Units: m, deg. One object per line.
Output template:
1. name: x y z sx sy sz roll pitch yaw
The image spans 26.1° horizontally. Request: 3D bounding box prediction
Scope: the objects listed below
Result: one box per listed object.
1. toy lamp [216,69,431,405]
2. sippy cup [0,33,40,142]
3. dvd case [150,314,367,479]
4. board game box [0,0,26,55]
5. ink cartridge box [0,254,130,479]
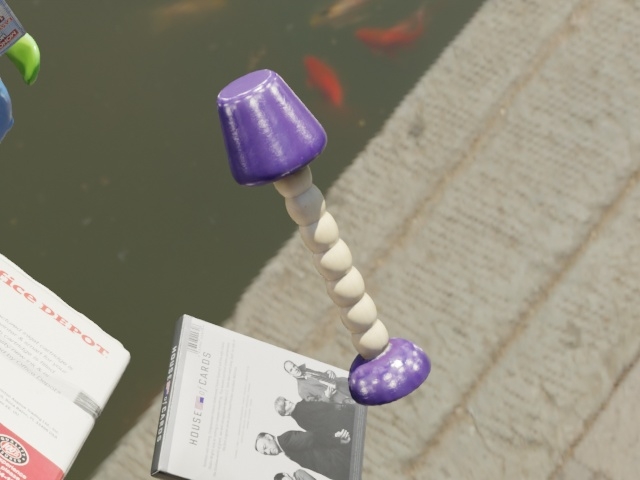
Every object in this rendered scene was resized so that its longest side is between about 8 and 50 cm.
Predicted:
1. toy lamp: 0.000 0.000 1.053 0.080 0.275 0.080 -22 22 9
2. sippy cup: -0.485 -0.188 1.616 0.305 0.240 0.224 -38 67 -9
3. dvd case: -0.058 0.197 1.477 0.238 0.029 0.179 21 57 -24
4. board game box: -0.364 -0.261 1.289 0.060 0.194 0.194 -40 51 -8
5. ink cartridge box: -0.291 0.130 1.124 0.197 0.273 0.114 37 111 -7
